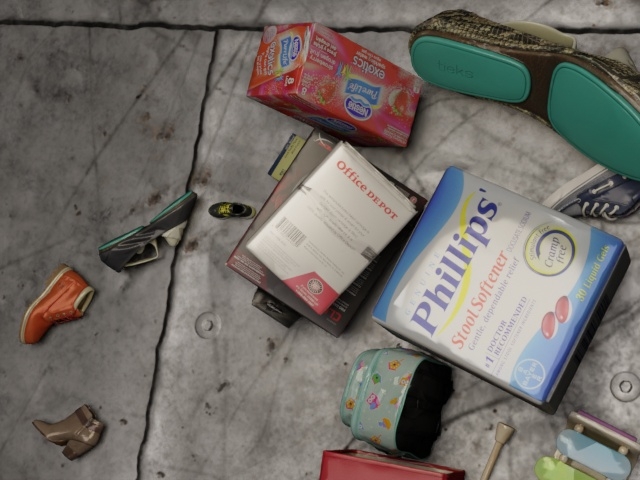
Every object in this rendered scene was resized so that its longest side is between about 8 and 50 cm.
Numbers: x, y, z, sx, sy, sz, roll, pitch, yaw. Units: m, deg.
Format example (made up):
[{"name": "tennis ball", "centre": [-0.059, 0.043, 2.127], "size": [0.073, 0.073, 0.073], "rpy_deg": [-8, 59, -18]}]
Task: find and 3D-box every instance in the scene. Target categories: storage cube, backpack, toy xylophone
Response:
[{"name": "storage cube", "centre": [0.098, 0.424, 1.684], "size": [0.215, 0.183, 0.193], "rpy_deg": [7, 82, 17]}, {"name": "backpack", "centre": [0.113, 0.241, 1.712], "size": [0.144, 0.188, 0.166], "rpy_deg": [18, 85, 19]}, {"name": "toy xylophone", "centre": [0.333, 0.405, 1.671], "size": [0.236, 0.081, 0.323], "rpy_deg": [17, 84, 19]}]

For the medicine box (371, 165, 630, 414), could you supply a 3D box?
[{"name": "medicine box", "centre": [0.269, 0.074, 1.669], "size": [0.289, 0.149, 0.263], "rpy_deg": [26, 85, 22]}]

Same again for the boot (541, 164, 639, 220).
[{"name": "boot", "centre": [0.429, -0.060, 1.742], "size": [0.190, 0.069, 0.086], "rpy_deg": [-36, 66, 6]}]

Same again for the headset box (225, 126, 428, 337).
[{"name": "headset box", "centre": [0.000, 0.000, 1.802], "size": [0.218, 0.110, 0.293], "rpy_deg": [34, 90, -2]}]

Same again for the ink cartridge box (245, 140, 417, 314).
[{"name": "ink cartridge box", "centre": [0.016, -0.021, 1.701], "size": [0.158, 0.092, 0.218], "rpy_deg": [43, 91, -3]}]

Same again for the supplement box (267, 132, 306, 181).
[{"name": "supplement box", "centre": [-0.028, -0.121, 1.896], "size": [0.083, 0.056, 0.083], "rpy_deg": [31, 89, 19]}]

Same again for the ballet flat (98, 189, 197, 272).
[{"name": "ballet flat", "centre": [-0.287, -0.009, 1.950], "size": [0.203, 0.074, 0.074], "rpy_deg": [-32, 72, 2]}]

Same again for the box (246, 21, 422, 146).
[{"name": "box", "centre": [0.025, -0.243, 1.787], "size": [0.128, 0.257, 0.123], "rpy_deg": [6, 80, 47]}]

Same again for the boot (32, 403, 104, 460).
[{"name": "boot", "centre": [-0.431, 0.319, 1.939], "size": [0.118, 0.042, 0.087], "rpy_deg": [37, 85, 18]}]

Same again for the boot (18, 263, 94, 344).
[{"name": "boot", "centre": [-0.465, 0.127, 1.977], "size": [0.084, 0.059, 0.158], "rpy_deg": [33, 89, 15]}]

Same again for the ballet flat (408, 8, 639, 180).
[{"name": "ballet flat", "centre": [0.369, -0.259, 1.751], "size": [0.483, 0.164, 0.182], "rpy_deg": [29, 52, 27]}]

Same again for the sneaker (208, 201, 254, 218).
[{"name": "sneaker", "centre": [-0.156, -0.055, 1.932], "size": [0.083, 0.035, 0.031], "rpy_deg": [0, 78, 16]}]
